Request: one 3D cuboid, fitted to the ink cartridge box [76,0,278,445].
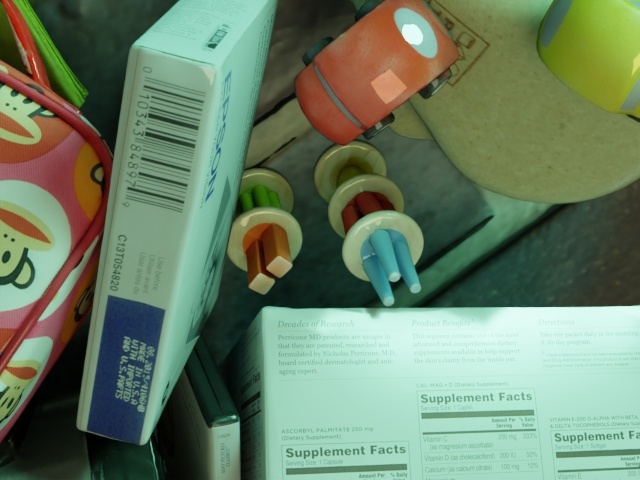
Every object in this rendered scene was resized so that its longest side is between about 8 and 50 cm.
[{"bbox_3d":[-0.070,-0.037,0.584,0.045,0.224,0.223,15,120,0],"label":"ink cartridge box"}]

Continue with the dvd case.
[{"bbox_3d":[-0.090,0.166,0.735,0.022,0.180,0.253,-10,124,-18],"label":"dvd case"}]

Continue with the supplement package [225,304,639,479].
[{"bbox_3d":[0.074,0.132,0.714,0.262,0.145,0.204,1,165,-12],"label":"supplement package"}]

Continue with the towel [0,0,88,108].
[{"bbox_3d":[-0.226,-0.166,0.575,0.102,0.021,0.237,-5,130,29],"label":"towel"}]

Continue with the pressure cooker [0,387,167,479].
[{"bbox_3d":[-0.283,0.303,0.649,0.420,0.375,0.370,-11,139,-11],"label":"pressure cooker"}]

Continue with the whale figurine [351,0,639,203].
[{"bbox_3d":[0.104,-0.147,0.622,0.272,0.141,0.216,34,139,-5],"label":"whale figurine"}]

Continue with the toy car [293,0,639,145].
[{"bbox_3d":[0.077,-0.153,0.509,0.239,0.053,0.225,0,112,24],"label":"toy car"}]

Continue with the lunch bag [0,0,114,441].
[{"bbox_3d":[-0.252,-0.034,0.536,0.293,0.120,0.258,32,83,1],"label":"lunch bag"}]

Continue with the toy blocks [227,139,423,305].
[{"bbox_3d":[0.000,0.000,0.668,0.123,0.148,0.054,-17,123,-1],"label":"toy blocks"}]
